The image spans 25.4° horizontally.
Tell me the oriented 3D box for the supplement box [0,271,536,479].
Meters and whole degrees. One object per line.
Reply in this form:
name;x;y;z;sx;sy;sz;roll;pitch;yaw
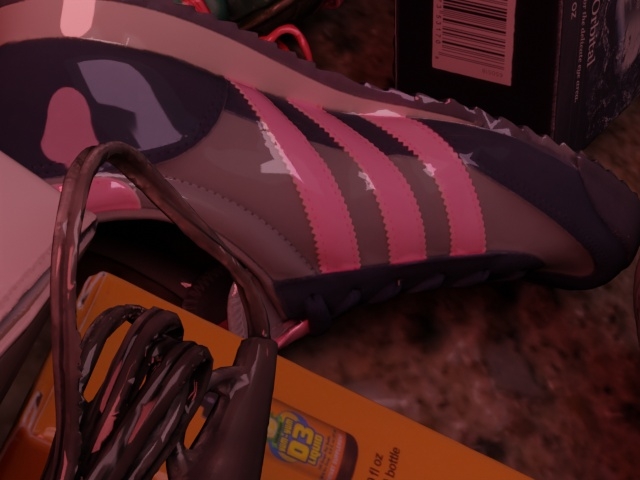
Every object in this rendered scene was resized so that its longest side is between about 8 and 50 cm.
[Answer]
supplement box;-0.001;0.105;0.517;0.233;0.080;0.078;28;44;-10

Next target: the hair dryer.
hair dryer;-0.045;0.133;0.315;0.224;0.080;0.293;-25;97;-38

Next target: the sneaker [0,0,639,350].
sneaker;0.000;0.000;0.606;0.319;0.112;0.131;15;73;-24

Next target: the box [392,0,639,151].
box;0.114;-0.138;0.715;0.093;0.156;0.158;18;37;28

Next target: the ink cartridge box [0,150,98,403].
ink cartridge box;-0.196;0.002;0.425;0.218;0.158;0.092;36;44;0

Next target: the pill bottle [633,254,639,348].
pill bottle;0.245;0.134;0.535;0.204;0.204;0.361;18;44;-18

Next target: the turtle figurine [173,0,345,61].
turtle figurine;-0.030;-0.163;0.701;0.175;0.118;0.234;12;43;37
